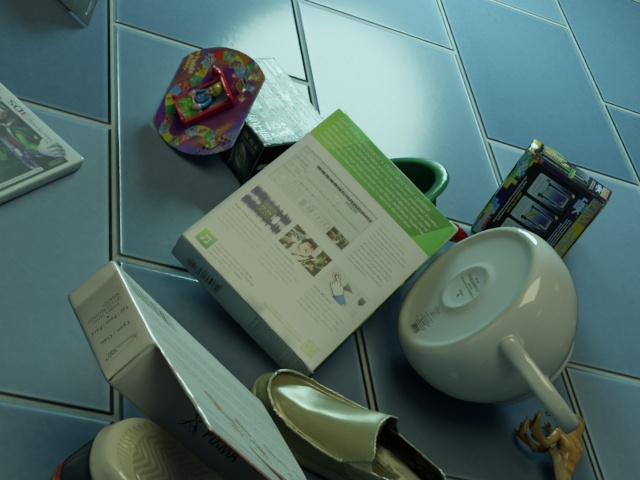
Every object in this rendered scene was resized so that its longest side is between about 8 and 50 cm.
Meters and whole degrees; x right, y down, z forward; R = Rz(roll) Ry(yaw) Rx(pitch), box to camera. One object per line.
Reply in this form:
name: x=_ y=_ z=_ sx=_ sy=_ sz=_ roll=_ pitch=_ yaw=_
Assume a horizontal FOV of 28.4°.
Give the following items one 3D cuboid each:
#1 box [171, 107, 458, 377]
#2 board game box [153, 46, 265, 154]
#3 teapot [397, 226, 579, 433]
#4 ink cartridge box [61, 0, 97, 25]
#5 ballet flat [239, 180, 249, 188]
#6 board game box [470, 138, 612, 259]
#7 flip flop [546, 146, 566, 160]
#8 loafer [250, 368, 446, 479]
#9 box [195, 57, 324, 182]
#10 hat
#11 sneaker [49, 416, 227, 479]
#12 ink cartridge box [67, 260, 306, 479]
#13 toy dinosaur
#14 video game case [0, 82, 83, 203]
box: x=0.000 y=0.000 z=1.611 sx=0.232 sy=0.058 sz=0.322 roll=47 pitch=56 yaw=3
board game box: x=-0.160 y=-0.202 z=1.750 sx=0.133 sy=0.033 sz=0.169 roll=19 pitch=74 yaw=20
teapot: x=0.237 y=0.122 z=1.623 sx=0.187 sy=0.252 sz=0.256 roll=49 pitch=51 yaw=-25
ink cartridge box: x=-0.363 y=-0.378 z=1.872 sx=0.115 sy=0.063 sz=0.029 roll=44 pitch=40 yaw=15
ballet flat: x=-0.047 y=0.005 z=1.661 sx=0.203 sy=0.074 sz=0.074 roll=45 pitch=38 yaw=7
board game box: x=0.331 y=-0.046 z=1.906 sx=0.141 sy=0.170 sz=0.048 roll=35 pitch=35 yaw=2
flip flop: x=0.373 y=-0.089 z=2.060 sx=0.112 sy=0.080 sz=0.277 roll=33 pitch=34 yaw=-4
loafer: x=0.041 y=0.228 z=1.446 sx=0.268 sy=0.092 sz=0.102 roll=36 pitch=37 yaw=6
box: x=-0.088 y=-0.175 z=1.827 sx=0.147 sy=0.077 sz=0.180 roll=-12 pitch=54 yaw=-44
hat: x=0.125 y=-0.004 z=1.836 sx=0.208 sy=0.184 sz=0.173 roll=-4 pitch=32 yaw=19
sneaker: x=-0.124 y=0.315 z=1.220 sx=0.350 sy=0.148 sz=0.131 roll=48 pitch=29 yaw=-20
ink cartridge box: x=-0.103 y=0.185 z=1.234 sx=0.296 sy=0.066 sz=0.261 roll=50 pitch=1 yaw=-43
toy dinosaur: x=0.308 y=0.271 z=1.617 sx=0.112 sy=0.064 sz=0.211 roll=31 pitch=37 yaw=-4
video game case: x=-0.418 y=-0.122 z=1.574 sx=0.173 sy=0.022 sz=0.190 roll=41 pitch=37 yaw=12
